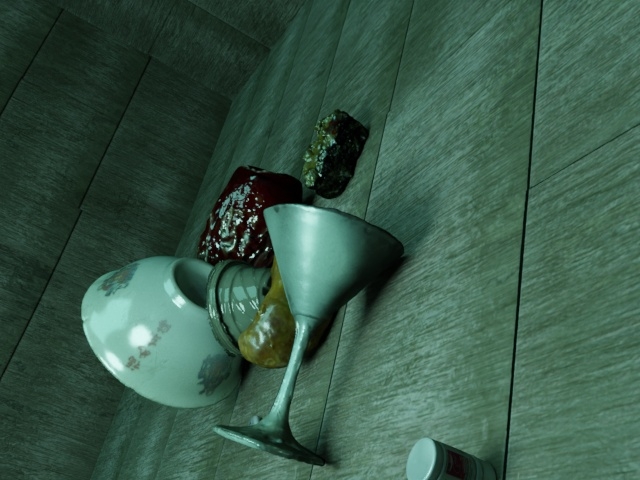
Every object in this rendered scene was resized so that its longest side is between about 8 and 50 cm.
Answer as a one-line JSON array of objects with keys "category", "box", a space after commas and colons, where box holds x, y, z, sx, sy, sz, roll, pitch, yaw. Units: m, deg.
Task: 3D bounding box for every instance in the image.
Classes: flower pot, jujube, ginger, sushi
[{"category": "flower pot", "box": [-0.144, 0.144, 1.655, 0.140, 0.235, 0.235, -15, 46, 31]}, {"category": "jujube", "box": [-0.194, -0.032, 1.937, 0.377, 0.258, 0.258, -55, 20, 12]}, {"category": "ginger", "box": [-0.048, 0.124, 1.495, 0.165, 0.172, 0.321, 79, -153, -53]}, {"category": "sushi", "box": [0.022, -0.214, 1.790, 0.212, 0.115, 0.147, -67, 20, -7]}]

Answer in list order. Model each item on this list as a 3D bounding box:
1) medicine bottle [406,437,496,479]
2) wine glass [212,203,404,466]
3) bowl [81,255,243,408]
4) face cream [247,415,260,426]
[{"category": "medicine bottle", "box": [0.153, 0.274, 0.847, 0.058, 0.091, 0.058, -52, 22, 32]}, {"category": "wine glass", "box": [-0.029, 0.166, 1.262, 0.267, 0.267, 0.406, -12, 59, 66]}, {"category": "bowl", "box": [-0.328, 0.168, 1.728, 0.196, 0.434, 0.435, -51, 23, 28]}, {"category": "face cream", "box": [-0.140, 0.413, 1.546, 0.040, 0.021, 0.083, -59, 19, 14]}]
